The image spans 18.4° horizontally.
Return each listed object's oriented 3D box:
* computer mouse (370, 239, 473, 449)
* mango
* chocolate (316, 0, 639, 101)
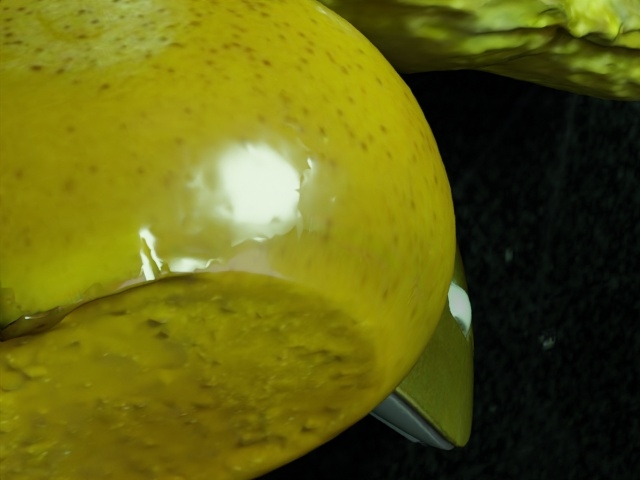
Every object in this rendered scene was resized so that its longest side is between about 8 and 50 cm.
[{"bbox_3d":[0.000,0.000,0.816,0.245,0.056,0.126,37,43,-40],"label":"computer mouse"},{"bbox_3d":[-0.104,0.001,0.621,0.290,0.191,0.160,-16,134,-15],"label":"mango"},{"bbox_3d":[0.008,-0.143,0.735,0.445,0.162,0.162,19,90,-43],"label":"chocolate"}]
